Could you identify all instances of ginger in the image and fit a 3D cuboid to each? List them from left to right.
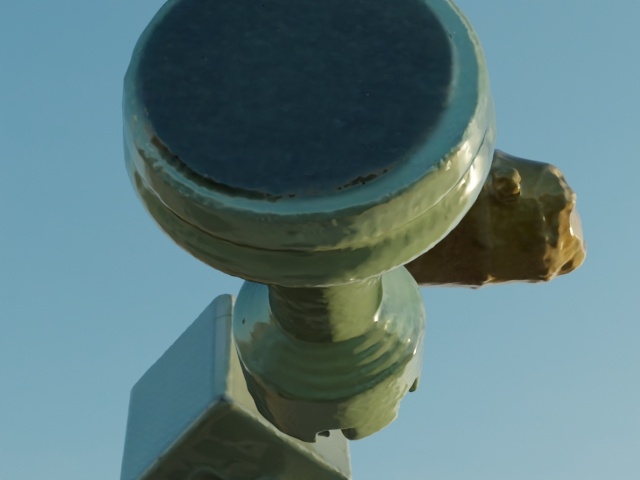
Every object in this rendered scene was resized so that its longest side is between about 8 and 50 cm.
[{"bbox_3d":[0.052,-0.034,1.236,0.354,0.126,0.190,18,-26,-11],"label":"ginger"}]

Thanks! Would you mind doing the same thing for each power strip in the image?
[{"bbox_3d":[-0.067,0.171,1.147,0.140,0.224,0.139,38,-70,-19],"label":"power strip"}]

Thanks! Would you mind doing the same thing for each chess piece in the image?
[{"bbox_3d":[0.000,0.000,0.844,0.195,0.194,0.299,3,-35,6],"label":"chess piece"}]
